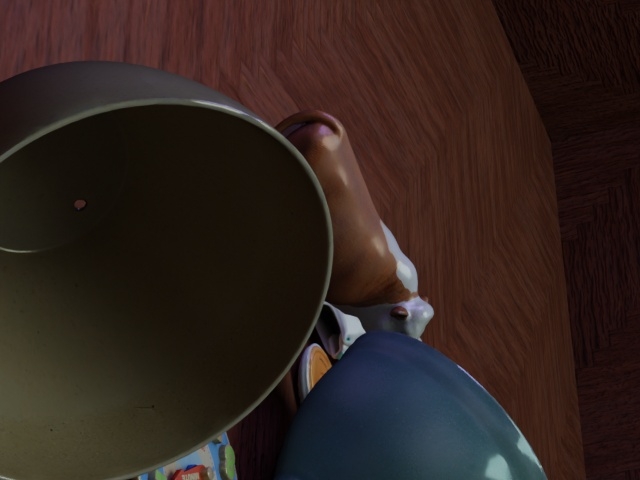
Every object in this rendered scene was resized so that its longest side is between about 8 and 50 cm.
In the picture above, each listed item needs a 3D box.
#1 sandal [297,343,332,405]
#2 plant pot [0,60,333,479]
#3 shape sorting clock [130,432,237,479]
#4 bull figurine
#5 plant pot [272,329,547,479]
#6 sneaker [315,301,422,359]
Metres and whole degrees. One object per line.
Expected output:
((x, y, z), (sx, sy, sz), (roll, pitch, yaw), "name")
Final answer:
((0.040, 0.245, 1.501), (0.102, 0.076, 0.265), (-29, 107, -71), "sandal")
((-0.159, -0.006, 0.847), (0.191, 0.284, 0.284), (48, -9, 47), "plant pot")
((-0.115, 0.210, 1.130), (0.206, 0.040, 0.206), (-11, 90, -71), "shape sorting clock")
((0.000, 0.000, 1.352), (0.101, 0.188, 0.310), (-70, 144, -56), "bull figurine")
((0.063, 0.267, 1.287), (0.196, 0.293, 0.293), (-37, 121, -27), "plant pot")
((0.047, 0.122, 1.552), (0.212, 0.080, 0.094), (43, 39, -16), "sneaker")
